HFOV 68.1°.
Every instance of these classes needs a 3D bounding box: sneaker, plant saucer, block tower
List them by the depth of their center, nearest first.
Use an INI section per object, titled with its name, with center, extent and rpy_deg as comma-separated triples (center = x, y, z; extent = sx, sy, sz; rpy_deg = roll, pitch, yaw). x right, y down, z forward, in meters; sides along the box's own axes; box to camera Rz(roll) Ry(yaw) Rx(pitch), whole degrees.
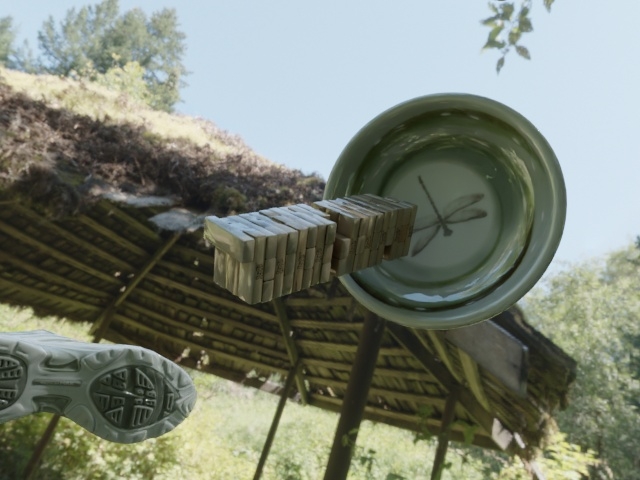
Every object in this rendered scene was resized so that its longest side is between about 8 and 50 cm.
[sneaker]
center = -0.235, 0.127, 0.460
extent = 0.232, 0.090, 0.115
rpy_deg = 23, -7, -29
[block tower]
center = 0.000, 0.000, 0.684
extent = 0.336, 0.097, 0.091
rpy_deg = -11, 26, -43
[plant saucer]
center = 0.199, -0.049, 0.819
extent = 0.401, 0.400, 0.101
rpy_deg = 6, -6, 26
